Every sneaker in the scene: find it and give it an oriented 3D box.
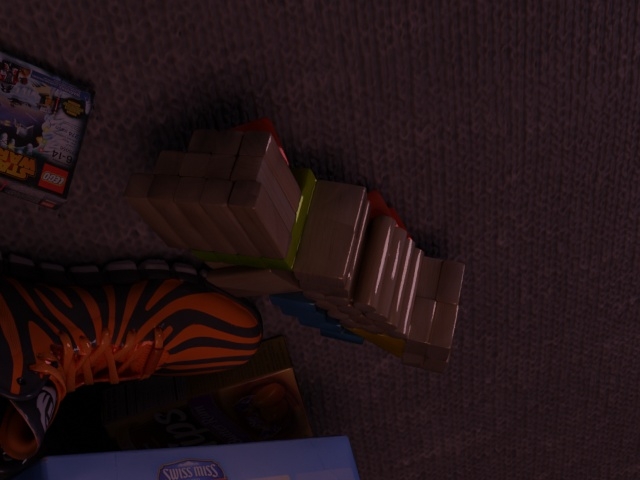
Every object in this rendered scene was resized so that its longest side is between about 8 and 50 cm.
[{"bbox_3d":[-0.192,0.104,0.667,0.321,0.180,0.124,6,122,-21],"label":"sneaker"}]

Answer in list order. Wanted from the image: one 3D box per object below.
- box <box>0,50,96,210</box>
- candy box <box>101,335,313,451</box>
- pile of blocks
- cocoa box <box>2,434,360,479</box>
[{"bbox_3d":[-0.234,-0.088,0.575,0.137,0.094,0.027,21,154,-29],"label":"box"},{"bbox_3d":[-0.110,0.173,0.823,0.187,0.053,0.109,-16,128,-3],"label":"candy box"},{"bbox_3d":[0.000,0.000,0.713,0.149,0.112,0.362,-7,148,41],"label":"pile of blocks"},{"bbox_3d":[-0.128,0.314,0.707,0.228,0.231,0.347,-33,153,33],"label":"cocoa box"}]
